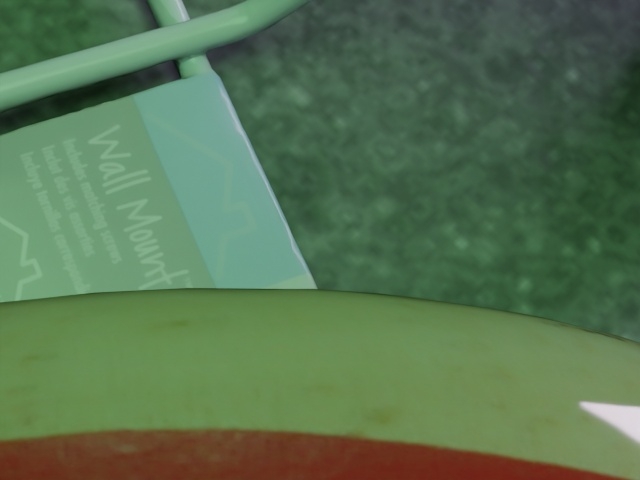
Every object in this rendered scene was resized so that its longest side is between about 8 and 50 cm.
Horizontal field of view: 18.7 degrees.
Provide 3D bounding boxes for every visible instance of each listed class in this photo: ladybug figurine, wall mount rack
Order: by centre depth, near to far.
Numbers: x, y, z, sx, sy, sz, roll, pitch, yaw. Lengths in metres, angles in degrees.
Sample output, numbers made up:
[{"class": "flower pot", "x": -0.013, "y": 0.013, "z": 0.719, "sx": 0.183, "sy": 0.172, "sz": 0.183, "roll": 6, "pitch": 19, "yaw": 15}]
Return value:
[{"class": "ladybug figurine", "x": -0.028, "y": 0.163, "z": 0.459, "sx": 0.449, "sy": 0.305, "sz": 0.162, "roll": -4, "pitch": 34, "yaw": -13}, {"class": "wall mount rack", "x": 0.000, "y": 0.000, "z": 0.624, "sx": 0.304, "sy": 0.130, "sz": 0.350, "roll": -20, "pitch": 75, "yaw": -18}]
